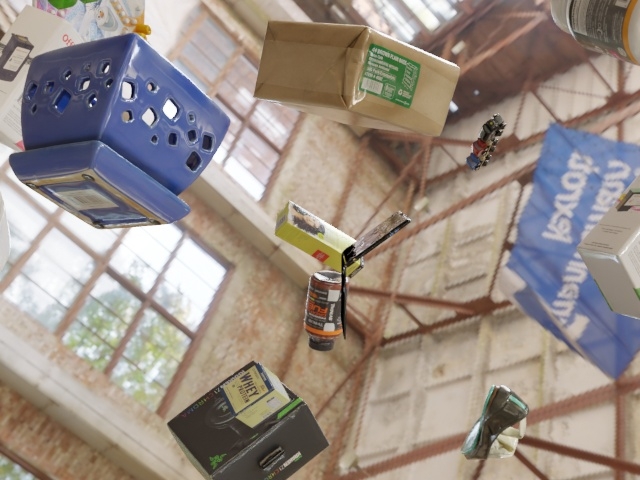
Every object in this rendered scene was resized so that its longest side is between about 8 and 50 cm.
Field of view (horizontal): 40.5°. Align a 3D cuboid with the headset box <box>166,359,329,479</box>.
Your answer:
[{"bbox_3d":[-0.155,0.417,1.847,0.246,0.131,0.283,-35,-153,-17],"label":"headset box"}]

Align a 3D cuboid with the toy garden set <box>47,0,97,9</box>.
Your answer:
[{"bbox_3d":[-0.243,-0.398,1.076,0.204,0.049,0.244,-52,-177,23],"label":"toy garden set"}]

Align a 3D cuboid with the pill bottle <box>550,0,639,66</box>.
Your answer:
[{"bbox_3d":[0.538,-0.405,1.534,0.162,0.162,0.278,-45,-150,4],"label":"pill bottle"}]

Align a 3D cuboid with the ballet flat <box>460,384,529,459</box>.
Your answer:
[{"bbox_3d":[0.347,0.380,1.714,0.095,0.096,0.280,-59,166,-30],"label":"ballet flat"}]

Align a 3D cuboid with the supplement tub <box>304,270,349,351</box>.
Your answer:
[{"bbox_3d":[0.014,0.185,2.253,0.106,0.106,0.198,-123,-142,-69],"label":"supplement tub"}]

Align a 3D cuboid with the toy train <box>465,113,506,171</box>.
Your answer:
[{"bbox_3d":[0.249,-0.144,1.322,0.036,0.027,0.158,-29,163,-11],"label":"toy train"}]

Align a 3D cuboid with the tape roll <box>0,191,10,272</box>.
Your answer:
[{"bbox_3d":[-0.704,-0.014,1.541,0.100,0.286,0.286,100,8,-45],"label":"tape roll"}]

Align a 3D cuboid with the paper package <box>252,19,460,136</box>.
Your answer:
[{"bbox_3d":[0.075,-0.338,1.827,0.309,0.325,0.168,15,-85,43],"label":"paper package"}]

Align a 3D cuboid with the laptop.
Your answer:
[{"bbox_3d":[0.118,0.070,1.937,0.264,0.136,0.234,-36,-174,3],"label":"laptop"}]

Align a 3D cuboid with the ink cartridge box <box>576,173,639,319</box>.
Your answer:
[{"bbox_3d":[0.701,0.000,1.838,0.278,0.201,0.117,-45,-152,-17],"label":"ink cartridge box"}]

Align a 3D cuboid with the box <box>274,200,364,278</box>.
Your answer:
[{"bbox_3d":[0.000,0.000,2.103,0.058,0.232,0.087,-44,-152,32],"label":"box"}]

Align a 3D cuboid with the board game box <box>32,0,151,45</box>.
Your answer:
[{"bbox_3d":[-0.537,-0.660,2.109,0.050,0.390,0.390,11,-167,26],"label":"board game box"}]

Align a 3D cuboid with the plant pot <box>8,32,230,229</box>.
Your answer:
[{"bbox_3d":[-0.313,-0.147,1.315,0.236,0.236,0.212,-2,-117,35],"label":"plant pot"}]

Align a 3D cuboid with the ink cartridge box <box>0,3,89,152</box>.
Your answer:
[{"bbox_3d":[-0.546,-0.296,1.644,0.237,0.100,0.172,-59,163,-11],"label":"ink cartridge box"}]

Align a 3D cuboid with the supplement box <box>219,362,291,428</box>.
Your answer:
[{"bbox_3d":[-0.108,0.262,1.459,0.083,0.083,0.056,-35,-124,2],"label":"supplement box"}]
